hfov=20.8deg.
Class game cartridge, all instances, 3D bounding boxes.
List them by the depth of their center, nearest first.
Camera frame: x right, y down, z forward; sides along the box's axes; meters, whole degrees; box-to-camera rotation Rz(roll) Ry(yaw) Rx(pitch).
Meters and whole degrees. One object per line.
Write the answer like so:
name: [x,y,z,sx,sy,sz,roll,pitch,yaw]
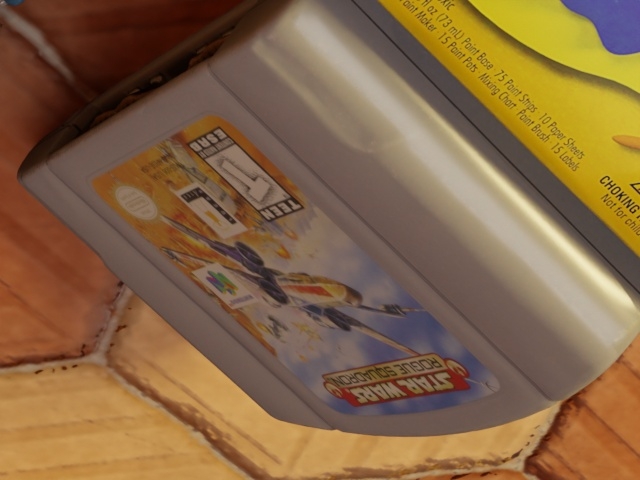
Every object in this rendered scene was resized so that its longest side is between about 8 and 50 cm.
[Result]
game cartridge: [0.000,0.000,0.713,0.198,0.062,0.297,47,154,-12]

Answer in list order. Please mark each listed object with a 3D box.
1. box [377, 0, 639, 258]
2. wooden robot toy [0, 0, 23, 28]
box: [0.157,-0.162,0.560,0.290,0.177,0.279,41,118,-18]
wooden robot toy: [-0.183,-0.082,0.744,0.079,0.076,0.173,29,127,-14]
